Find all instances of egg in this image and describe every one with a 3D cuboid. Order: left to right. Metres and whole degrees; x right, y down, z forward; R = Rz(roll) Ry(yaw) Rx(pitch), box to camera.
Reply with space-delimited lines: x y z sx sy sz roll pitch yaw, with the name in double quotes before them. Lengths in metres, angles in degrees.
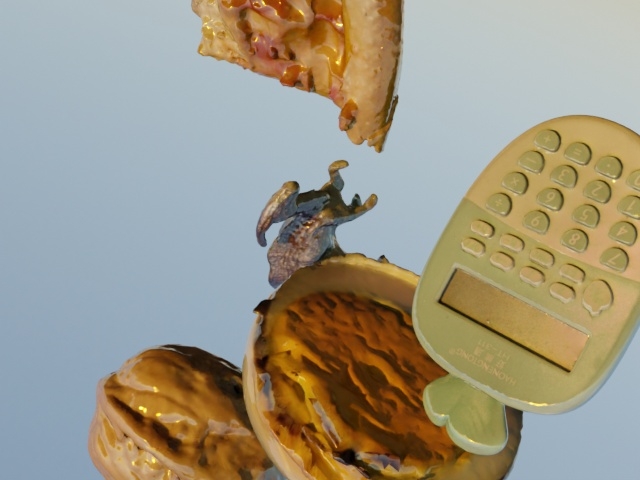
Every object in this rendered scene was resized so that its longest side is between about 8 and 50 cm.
"egg" 0.042 0.168 1.126 0.264 0.174 0.286 4 -140 -26

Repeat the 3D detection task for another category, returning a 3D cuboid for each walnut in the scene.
"walnut" -0.142 0.220 1.330 0.245 0.198 0.198 33 -158 0

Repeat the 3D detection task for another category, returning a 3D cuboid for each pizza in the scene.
"pizza" -0.034 -0.233 0.922 0.182 0.365 0.074 -10 -162 18

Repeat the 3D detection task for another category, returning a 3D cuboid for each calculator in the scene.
"calculator" 0.177 0.036 0.994 0.184 0.295 0.042 29 -178 27

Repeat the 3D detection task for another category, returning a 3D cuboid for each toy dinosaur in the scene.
"toy dinosaur" -0.004 -0.006 1.518 0.162 0.294 0.077 -29 -127 -11
